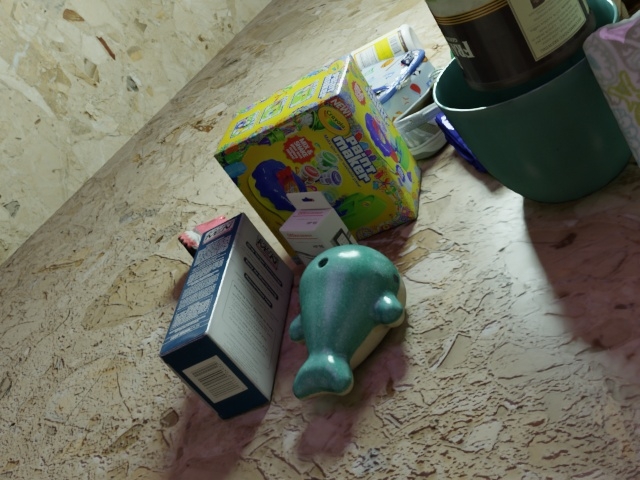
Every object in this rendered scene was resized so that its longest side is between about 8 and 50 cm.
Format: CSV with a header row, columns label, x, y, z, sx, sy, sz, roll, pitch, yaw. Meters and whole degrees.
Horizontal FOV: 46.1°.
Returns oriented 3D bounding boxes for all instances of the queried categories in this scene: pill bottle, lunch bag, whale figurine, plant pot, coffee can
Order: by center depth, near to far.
label,x,y,z,sx,sy,sz,roll,pitch,yaw
coffee can,0.237,-0.380,1.051,0.201,0.275,0.201,-27,28,16
whale figurine,0.025,0.116,1.169,0.216,0.141,0.272,-14,35,36
plant pot,0.361,-0.203,1.188,0.293,0.235,0.293,-27,29,17
lunch bag,0.128,-0.325,1.765,0.303,0.115,0.243,-10,35,53
pill bottle,0.158,-0.469,1.977,0.215,0.117,0.117,-23,30,24

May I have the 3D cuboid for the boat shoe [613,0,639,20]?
label,x,y,z,sx,sy,sz,roll,pitch,yaw
boat shoe,0.562,-0.464,1.501,0.324,0.123,0.116,-43,54,14

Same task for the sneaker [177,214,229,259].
label,x,y,z,sx,sy,sz,roll,pitch,yaw
sneaker,-0.213,0.004,1.654,0.136,0.116,0.314,-40,27,-12

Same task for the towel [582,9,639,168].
label,x,y,z,sx,sy,sz,roll,pitch,yaw
towel,0.558,-0.187,0.901,0.374,0.090,0.320,-24,72,17

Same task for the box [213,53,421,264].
label,x,y,z,sx,sy,sz,roll,pitch,yaw
box,0.004,-0.150,1.456,0.279,0.290,0.177,-23,30,26

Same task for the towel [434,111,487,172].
label,x,y,z,sx,sy,sz,roll,pitch,yaw
towel,0.390,-0.254,1.426,0.308,0.076,0.227,-32,34,6

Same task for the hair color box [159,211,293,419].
label,x,y,z,sx,sy,sz,roll,pitch,yaw
hair color box,-0.154,0.123,1.330,0.105,0.174,0.347,-26,28,22

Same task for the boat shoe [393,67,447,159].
label,x,y,z,sx,sy,sz,roll,pitch,yaw
boat shoe,0.258,-0.303,1.611,0.118,0.103,0.320,0,43,49

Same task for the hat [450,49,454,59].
label,x,y,z,sx,sy,sz,roll,pitch,yaw
hat,0.416,-0.409,1.626,0.208,0.183,0.173,-11,65,43

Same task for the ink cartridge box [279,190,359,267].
label,x,y,z,sx,sy,sz,roll,pitch,yaw
ink cartridge box,0.000,0.000,1.340,0.104,0.180,0.060,0,44,50
